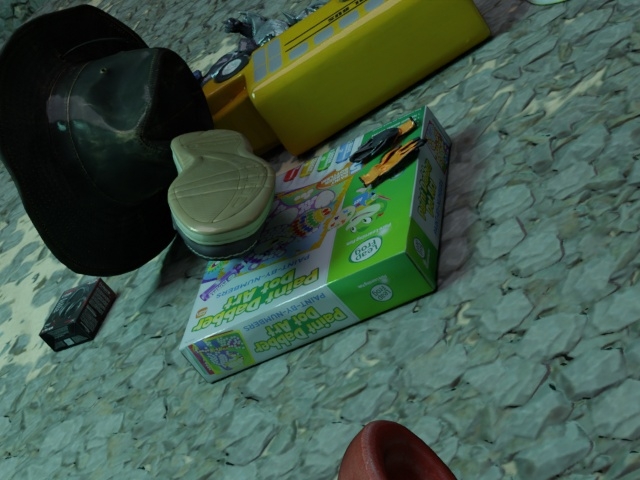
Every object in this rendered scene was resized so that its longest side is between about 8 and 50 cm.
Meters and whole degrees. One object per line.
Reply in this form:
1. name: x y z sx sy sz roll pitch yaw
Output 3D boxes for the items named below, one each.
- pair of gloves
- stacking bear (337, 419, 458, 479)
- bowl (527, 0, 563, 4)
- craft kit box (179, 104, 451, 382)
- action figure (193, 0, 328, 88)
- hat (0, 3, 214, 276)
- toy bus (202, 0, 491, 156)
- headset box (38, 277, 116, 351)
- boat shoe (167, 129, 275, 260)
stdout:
1. pair of gloves: 0.063 -0.086 1.192 0.074 0.010 0.083 -33 26 7
2. stacking bear: -0.020 0.260 0.690 0.289 0.164 0.175 -46 69 9
3. bowl: 0.279 -0.343 1.380 0.170 0.080 0.170 -29 28 17
4. craft kit box: 0.000 0.000 1.202 0.250 0.061 0.246 -25 31 25
5. action figure: -0.108 -0.239 1.674 0.285 0.099 0.185 -32 18 2
6. hat: -0.200 -0.121 1.372 0.134 0.331 0.331 -10 36 28
7. toy bus: 0.022 -0.204 1.443 0.333 0.108 0.130 -31 28 11
8. headset box: -0.276 0.082 1.432 0.062 0.032 0.083 -19 33 33
9. boat shoe: -0.095 -0.033 1.210 0.103 0.092 0.285 -10 22 -8
